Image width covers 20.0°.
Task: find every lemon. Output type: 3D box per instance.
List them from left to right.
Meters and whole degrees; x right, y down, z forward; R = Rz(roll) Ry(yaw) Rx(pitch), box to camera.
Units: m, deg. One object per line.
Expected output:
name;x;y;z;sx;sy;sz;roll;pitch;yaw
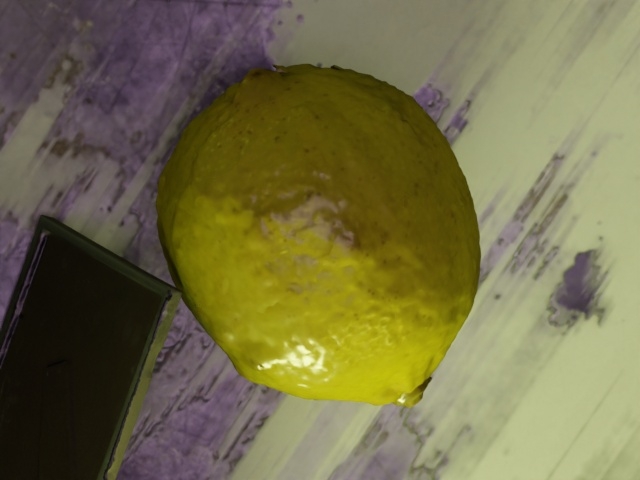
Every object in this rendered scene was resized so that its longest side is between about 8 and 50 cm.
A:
lemon;0.000;0.000;1.550;0.268;0.268;0.322;-19;104;-3

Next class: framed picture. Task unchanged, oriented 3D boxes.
framed picture;-0.233;0.144;1.586;0.016;0.213;0.289;15;97;-44
